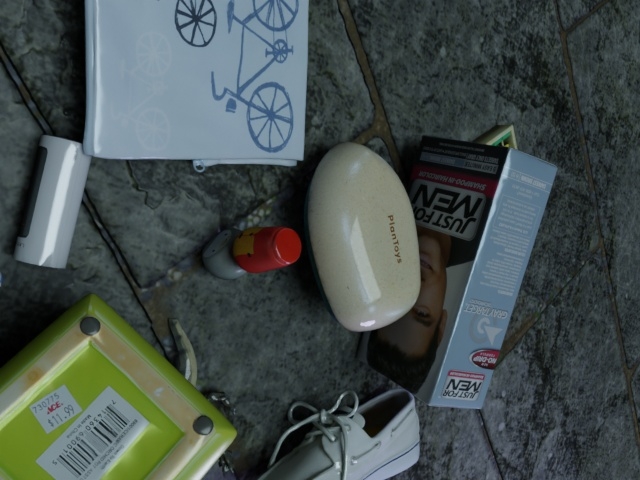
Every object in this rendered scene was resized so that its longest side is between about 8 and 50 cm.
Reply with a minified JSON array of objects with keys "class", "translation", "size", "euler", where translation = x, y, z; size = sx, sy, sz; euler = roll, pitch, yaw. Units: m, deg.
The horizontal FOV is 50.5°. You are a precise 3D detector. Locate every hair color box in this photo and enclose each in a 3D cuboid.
[{"class":"hair color box","translation":[0.198,0.042,1.029],"size":[0.114,0.185,0.374],"euler":[13,96,-34]}]

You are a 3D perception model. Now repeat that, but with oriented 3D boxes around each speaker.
[{"class":"speaker","translation":[-0.282,-0.039,0.718],"size":[0.055,0.055,0.136],"euler":[14,89,-42]}]

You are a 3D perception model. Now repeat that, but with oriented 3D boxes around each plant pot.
[{"class":"plant pot","translation":[-0.225,0.198,0.653],"size":[0.227,0.207,0.228],"euler":[44,62,-1]}]

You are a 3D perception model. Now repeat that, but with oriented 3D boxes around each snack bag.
[{"class":"snack bag","translation":[-0.135,-0.244,0.800],"size":[0.343,0.037,0.323],"euler":[-9,105,-48]}]

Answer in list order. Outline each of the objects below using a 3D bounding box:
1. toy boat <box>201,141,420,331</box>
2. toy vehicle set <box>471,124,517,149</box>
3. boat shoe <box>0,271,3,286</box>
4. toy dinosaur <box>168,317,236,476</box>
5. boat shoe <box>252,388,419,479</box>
[{"class":"toy boat","translation":[0.000,0.000,0.923],"size":[0.318,0.148,0.267],"euler":[-6,88,-45]},{"class":"toy vehicle set","translation":[0.268,-0.077,1.204],"size":[0.267,0.035,0.166],"euler":[-35,119,-31]},{"class":"boat shoe","translation":[-0.383,0.099,0.655],"size":[0.066,0.066,0.183],"euler":[34,65,-34]},{"class":"toy dinosaur","translation":[-0.166,0.242,0.868],"size":[0.118,0.064,0.268],"euler":[15,84,-35]},{"class":"boat shoe","translation":[0.024,0.293,0.991],"size":[0.367,0.136,0.156],"euler":[-10,104,-43]}]
